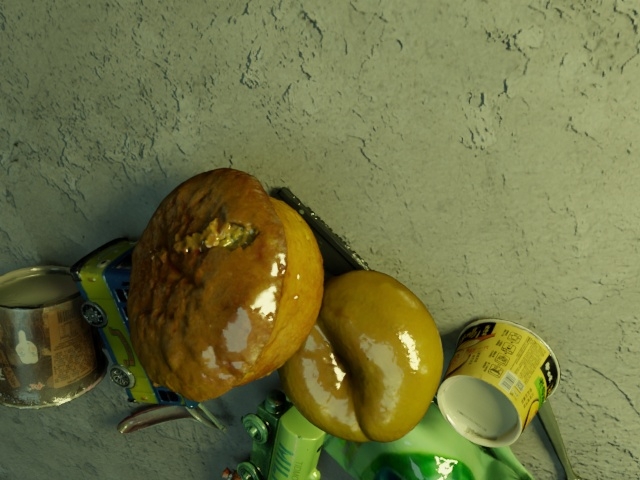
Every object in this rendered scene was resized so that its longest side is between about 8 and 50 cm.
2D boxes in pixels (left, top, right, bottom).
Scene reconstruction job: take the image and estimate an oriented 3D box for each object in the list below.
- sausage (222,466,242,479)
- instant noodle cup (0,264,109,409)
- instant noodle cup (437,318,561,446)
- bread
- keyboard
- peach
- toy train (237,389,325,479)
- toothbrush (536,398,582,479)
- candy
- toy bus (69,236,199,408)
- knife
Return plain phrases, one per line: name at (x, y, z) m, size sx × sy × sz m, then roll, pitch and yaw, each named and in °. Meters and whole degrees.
sausage at (-0.063, 0.545, 1.021) m, size 0.313 × 0.093 × 0.092 m, roll 17°, pitch 121°, yaw 12°
instant noodle cup at (-0.528, 0.173, 0.945) m, size 0.218 × 0.217 × 0.207 m, roll 13°, pitch 113°, yaw 14°
instant noodle cup at (0.239, 0.200, 0.689) m, size 0.152 × 0.122 × 0.151 m, roll 18°, pitch 122°, yaw 33°
bread at (-0.133, 0.056, 0.676) m, size 0.313 × 0.173 × 0.311 m, roll -13°, pitch 69°, yaw 37°
keyboard at (0.000, 0.000, 0.758) m, size 0.195 × 0.018 × 0.060 m, roll 45°, pitch 130°, yaw -5°
peach at (0.050, 0.165, 0.707) m, size 0.252 × 0.153 × 0.250 m, roll -2°, pitch 86°, yaw 32°
toy train at (-0.067, 0.399, 0.922) m, size 0.158 × 0.105 × 0.253 m, roll 26°, pitch 121°, yaw 25°
toothbrush at (0.359, 0.293, 0.765) m, size 0.030 × 0.030 × 0.297 m, roll -26°, pitch 104°, yaw 4°
candy at (0.144, 0.354, 0.803) m, size 0.398 × 0.172 × 0.262 m, roll 36°, pitch 117°, yaw 17°
toy bus at (-0.292, 0.141, 0.871) m, size 0.175 × 0.138 × 0.287 m, roll -2°, pitch 115°, yaw 23°
knife at (-0.324, 0.381, 1.058) m, size 0.278 × 0.053 × 0.123 m, roll -19°, pitch 113°, yaw 29°
